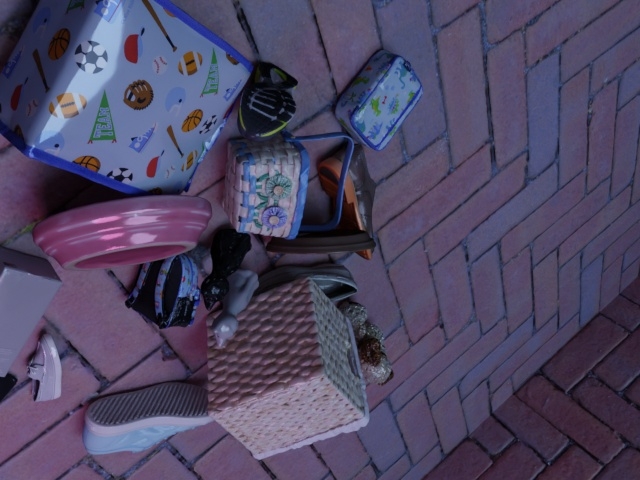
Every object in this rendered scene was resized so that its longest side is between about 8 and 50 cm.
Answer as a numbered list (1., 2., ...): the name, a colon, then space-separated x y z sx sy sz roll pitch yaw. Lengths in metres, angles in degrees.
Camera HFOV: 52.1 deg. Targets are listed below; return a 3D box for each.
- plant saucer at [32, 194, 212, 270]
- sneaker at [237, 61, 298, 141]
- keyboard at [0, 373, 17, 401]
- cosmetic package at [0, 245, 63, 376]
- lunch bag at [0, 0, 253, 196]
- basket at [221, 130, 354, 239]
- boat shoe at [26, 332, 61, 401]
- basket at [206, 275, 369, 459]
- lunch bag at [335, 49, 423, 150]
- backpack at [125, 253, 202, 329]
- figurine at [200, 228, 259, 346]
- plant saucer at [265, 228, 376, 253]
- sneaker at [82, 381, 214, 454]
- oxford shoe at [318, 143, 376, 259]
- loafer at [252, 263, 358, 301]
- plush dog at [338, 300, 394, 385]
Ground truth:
1. plant saucer: -0.367 -0.007 1.250 0.332 0.332 0.084 -8 83 -39
2. sneaker: -0.114 -0.259 1.337 0.111 0.300 0.121 24 120 -7
3. keyboard: -0.732 0.298 1.357 0.108 0.023 0.180 -51 139 -10
4. cosmetic package: -0.627 0.139 1.275 0.127 0.107 0.238 29 95 -49
5. lunch bag: -0.324 -0.258 1.147 0.385 0.239 0.328 22 101 -53
6. basket: -0.072 -0.123 1.505 0.289 0.201 0.255 -9 124 -26
7. boat shoe: -0.609 0.282 1.431 0.063 0.066 0.184 -15 138 -36
8. basket: -0.087 0.318 1.651 0.331 0.328 0.266 -21 137 12
9. lunch bag: 0.152 -0.345 1.627 0.219 0.090 0.176 -53 140 -4
10. backpack: -0.340 0.095 1.470 0.117 0.158 0.173 6 103 -53
11. figurine: -0.223 0.118 1.549 0.209 0.092 0.215 -73 163 -47
12. plant saucer: 0.000 0.000 1.632 0.278 0.278 0.041 -8 98 -39
13. sneaker: -0.433 0.467 1.686 0.366 0.135 0.150 4 124 -34
14. oxford shoe: 0.108 -0.093 1.754 0.132 0.130 0.364 -40 139 -22
15. loafer: -0.043 0.131 1.780 0.319 0.111 0.112 -11 124 -30
16. plush dog: 0.125 0.346 2.015 0.210 0.225 0.262 -43 139 -9
